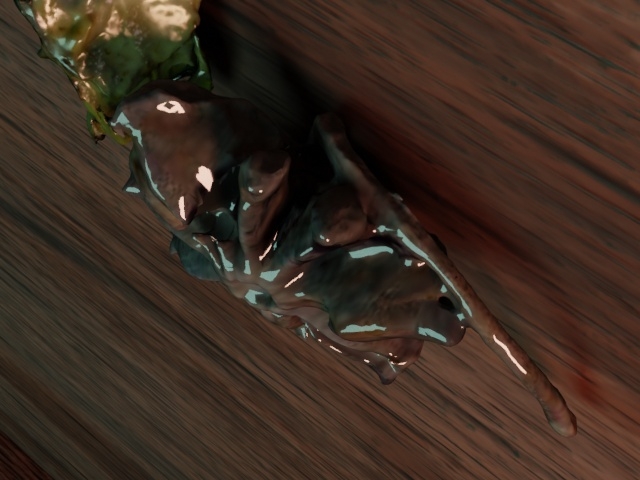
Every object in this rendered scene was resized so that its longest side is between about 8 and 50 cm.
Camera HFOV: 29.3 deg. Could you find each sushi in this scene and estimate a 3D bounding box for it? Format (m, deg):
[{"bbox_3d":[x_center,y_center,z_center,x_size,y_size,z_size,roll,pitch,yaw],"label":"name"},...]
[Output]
[{"bbox_3d":[-0.165,-0.206,0.865,0.291,0.139,0.131,61,171,-22],"label":"sushi"}]

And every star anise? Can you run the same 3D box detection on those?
[{"bbox_3d":[0.000,0.000,0.891,0.359,0.139,0.316,44,166,-29],"label":"star anise"}]
